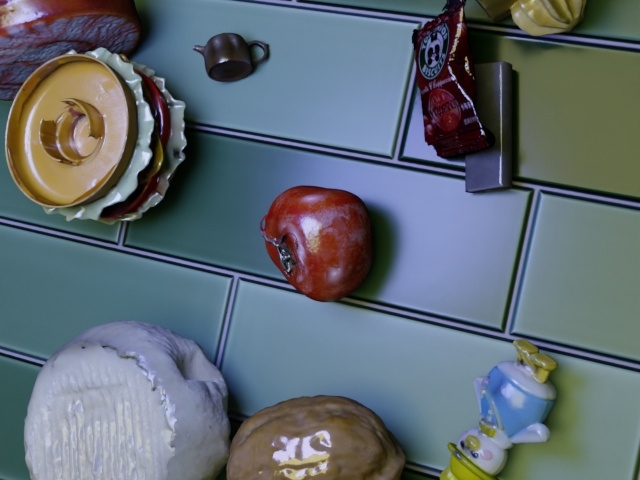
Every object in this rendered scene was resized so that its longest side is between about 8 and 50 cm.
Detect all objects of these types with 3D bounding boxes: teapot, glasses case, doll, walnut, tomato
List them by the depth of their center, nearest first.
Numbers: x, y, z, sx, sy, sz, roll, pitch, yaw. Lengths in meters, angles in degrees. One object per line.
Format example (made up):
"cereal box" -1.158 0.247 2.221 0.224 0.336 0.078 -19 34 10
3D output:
"doll" 0.253 0.259 1.543 0.135 0.099 0.241 34 96 15
"walnut" -0.003 0.334 1.567 0.257 0.257 0.224 -8 115 20
"glasses case" 0.248 -0.166 1.605 0.072 0.042 0.190 -2 85 36
"tomato" 0.000 0.000 1.636 0.187 0.151 0.187 34 136 39
"teapot" -0.143 -0.302 1.753 0.121 0.076 0.068 -8 73 -7

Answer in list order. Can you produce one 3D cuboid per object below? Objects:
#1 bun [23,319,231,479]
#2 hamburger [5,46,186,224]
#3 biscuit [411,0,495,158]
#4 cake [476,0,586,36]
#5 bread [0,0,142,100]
"bun" -0.284 0.288 1.691 0.360 0.211 0.359 0 90 31
"hamburger" -0.341 -0.160 1.739 0.274 0.212 0.274 -2 86 25
"biscuit" 0.186 -0.238 1.588 0.151 0.063 0.235 -17 77 64
"cake" 0.274 -0.438 1.520 0.222 0.227 0.286 -41 72 14
"bread" -0.437 -0.336 1.739 0.295 0.327 0.114 -15 80 -22
